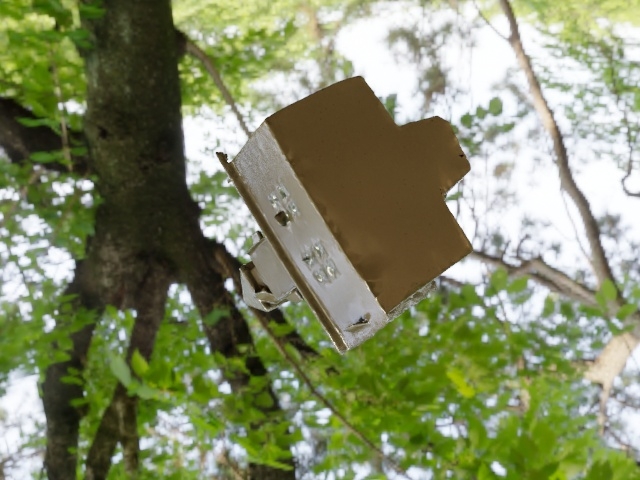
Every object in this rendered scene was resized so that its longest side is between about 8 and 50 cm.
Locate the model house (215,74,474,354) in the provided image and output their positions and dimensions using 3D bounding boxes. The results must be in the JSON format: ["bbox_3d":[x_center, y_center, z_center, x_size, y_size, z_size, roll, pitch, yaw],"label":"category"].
[{"bbox_3d":[0.000,0.000,0.692,0.176,0.181,0.248,-28,173,-36],"label":"model house"}]
